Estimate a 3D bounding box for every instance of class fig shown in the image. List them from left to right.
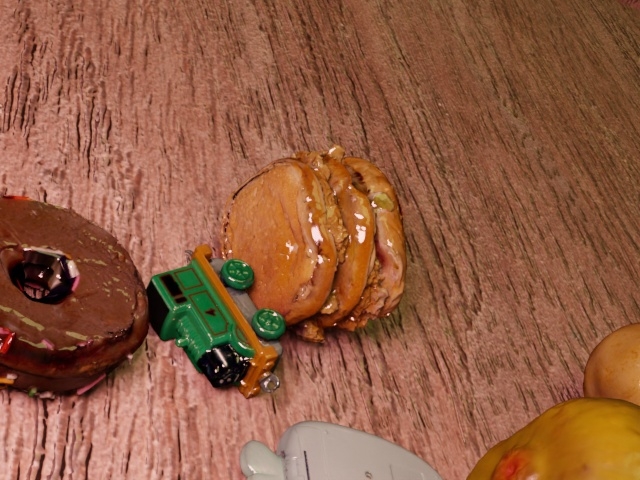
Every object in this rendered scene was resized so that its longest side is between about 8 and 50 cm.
[{"bbox_3d":[0.326,0.357,1.342,0.343,0.343,0.343,22,36,-17],"label":"fig"}]

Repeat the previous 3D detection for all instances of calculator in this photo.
[{"bbox_3d":[0.041,0.296,1.406,0.295,0.042,0.184,18,37,-25],"label":"calculator"}]

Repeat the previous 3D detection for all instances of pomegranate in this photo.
[{"bbox_3d":[0.495,0.221,1.731,0.233,0.233,0.233,22,36,-17],"label":"pomegranate"}]

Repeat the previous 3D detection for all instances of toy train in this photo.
[{"bbox_3d":[-0.132,0.102,1.463,0.136,0.091,0.227,-12,56,-34],"label":"toy train"}]

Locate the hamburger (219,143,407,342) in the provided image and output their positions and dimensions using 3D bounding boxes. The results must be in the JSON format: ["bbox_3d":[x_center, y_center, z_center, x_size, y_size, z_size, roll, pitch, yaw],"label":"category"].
[{"bbox_3d":[-0.006,-0.007,1.579,0.211,0.245,0.260,1,21,-33],"label":"hamburger"}]

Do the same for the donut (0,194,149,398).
[{"bbox_3d":[-0.321,0.063,1.336,0.270,0.103,0.269,21,35,-16],"label":"donut"}]
